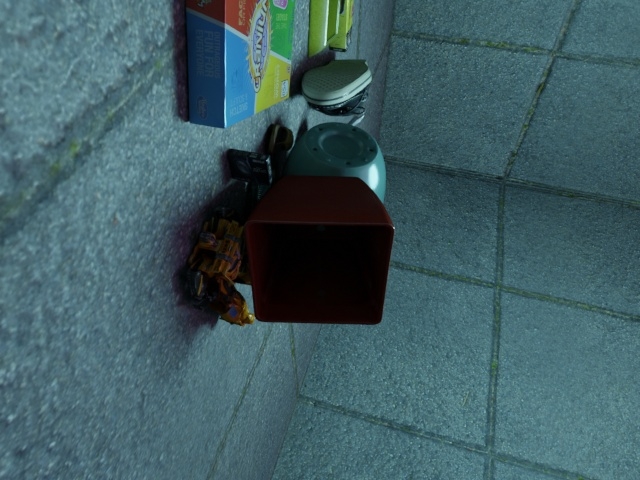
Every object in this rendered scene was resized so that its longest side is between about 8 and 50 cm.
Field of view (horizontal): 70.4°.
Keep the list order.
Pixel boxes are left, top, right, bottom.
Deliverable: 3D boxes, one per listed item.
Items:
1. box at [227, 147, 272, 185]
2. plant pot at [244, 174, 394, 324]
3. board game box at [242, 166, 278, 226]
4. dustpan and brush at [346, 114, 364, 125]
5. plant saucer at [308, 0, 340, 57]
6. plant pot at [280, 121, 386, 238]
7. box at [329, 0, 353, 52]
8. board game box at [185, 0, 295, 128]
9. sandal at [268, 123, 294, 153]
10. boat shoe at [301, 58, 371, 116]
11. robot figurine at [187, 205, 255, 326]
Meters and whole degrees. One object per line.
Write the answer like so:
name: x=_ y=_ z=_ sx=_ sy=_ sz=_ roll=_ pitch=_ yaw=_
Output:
box: x=-0.139 y=-0.146 z=0.905 sx=0.067 sy=0.083 sz=0.018 roll=91 pitch=15 yaw=-50
plant pot: x=0.000 y=0.000 z=0.965 sx=0.236 sy=0.267 sz=0.267 roll=-87 pitch=179 yaw=-52
board game box: x=-0.146 y=-0.087 z=1.094 sx=0.126 sy=0.026 sz=0.186 roll=-31 pitch=132 yaw=-75
dustpan and brush: x=0.035 y=-0.321 z=1.362 sx=0.211 sy=0.060 sz=0.147 roll=-41 pitch=177 yaw=14
plant saucer: x=0.016 y=-0.628 z=1.270 sx=0.188 sy=0.045 sz=0.188 roll=-65 pitch=164 yaw=-51
plant pot: x=0.033 y=-0.154 z=1.160 sx=0.235 sy=0.293 sz=0.293 roll=101 pitch=8 yaw=-48
box: x=0.067 y=-0.713 z=1.401 sx=0.232 sy=0.058 sz=0.087 roll=90 pitch=17 yaw=-47
board game box: x=-0.126 y=-0.349 z=0.792 sx=0.316 sy=0.064 sz=0.242 roll=-59 pitch=159 yaw=-60
sandal: x=-0.089 y=-0.251 z=1.142 sx=0.180 sy=0.049 sz=0.072 roll=-41 pitch=142 yaw=-73
boat shoe: x=0.062 y=-0.445 z=1.362 sx=0.500 sy=0.186 sz=0.156 roll=-68 pitch=161 yaw=-62
robot figurine: x=-0.180 y=0.061 z=0.926 sx=0.291 sy=0.085 sz=0.211 roll=82 pitch=22 yaw=-62
